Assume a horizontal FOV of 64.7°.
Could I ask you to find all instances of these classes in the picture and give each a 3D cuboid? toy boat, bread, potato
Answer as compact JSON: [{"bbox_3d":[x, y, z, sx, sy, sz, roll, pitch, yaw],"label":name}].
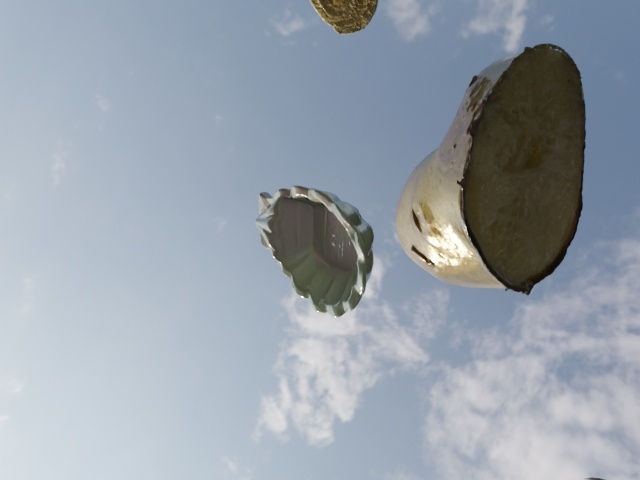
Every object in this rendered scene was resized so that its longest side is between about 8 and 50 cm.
[{"bbox_3d":[0.000,0.000,0.813,0.290,0.100,0.199,28,-57,44],"label":"toy boat"},{"bbox_3d":[0.052,-0.522,1.038,0.134,0.148,0.141,-22,-142,27],"label":"bread"},{"bbox_3d":[0.248,-0.107,0.884,0.296,0.290,0.396,17,-56,57],"label":"potato"}]

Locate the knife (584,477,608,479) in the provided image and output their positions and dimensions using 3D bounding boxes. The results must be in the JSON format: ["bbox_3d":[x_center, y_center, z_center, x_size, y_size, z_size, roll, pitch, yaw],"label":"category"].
[{"bbox_3d":[0.261,0.245,0.463,0.058,0.244,0.032,5,-122,23],"label":"knife"}]
